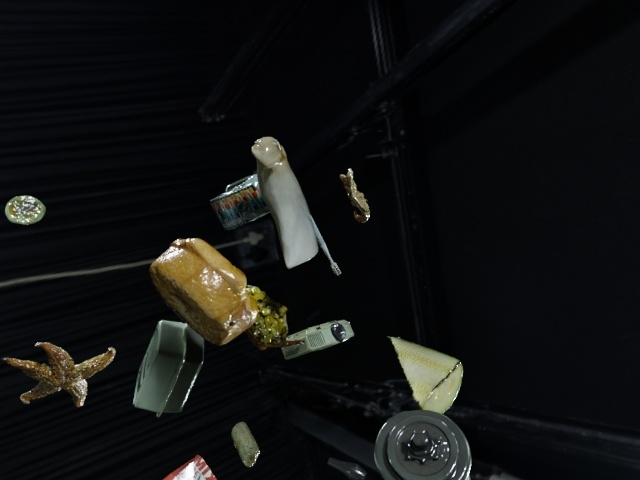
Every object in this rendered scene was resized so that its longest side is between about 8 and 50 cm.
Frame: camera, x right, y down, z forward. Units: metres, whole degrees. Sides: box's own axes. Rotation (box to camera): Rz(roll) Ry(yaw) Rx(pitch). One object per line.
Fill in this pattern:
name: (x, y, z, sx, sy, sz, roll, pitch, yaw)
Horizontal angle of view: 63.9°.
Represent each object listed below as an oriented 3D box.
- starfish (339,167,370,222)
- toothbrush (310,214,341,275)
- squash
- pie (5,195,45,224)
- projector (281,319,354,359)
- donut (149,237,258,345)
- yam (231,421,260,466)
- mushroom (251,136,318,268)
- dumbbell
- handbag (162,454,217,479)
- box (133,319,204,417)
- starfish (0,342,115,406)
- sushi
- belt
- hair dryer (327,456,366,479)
starfish: (0.091, -0.112, 1.256, 0.150, 0.053, 0.209, 57, -3, 32)
toothbrush: (-0.001, -0.001, 1.792, 0.030, 0.025, 0.342, 45, -14, 55)
squash: (0.232, 0.360, 1.347, 0.252, 0.169, 0.093, 11, -48, 52)
pie: (-0.701, -0.071, 1.216, 0.017, 0.085, 0.085, -49, -118, 47)
projector: (0.001, 0.356, 1.895, 0.194, 0.270, 0.088, -27, -103, 36)
donut: (-0.319, 0.139, 1.406, 0.317, 0.150, 0.299, 4, -50, 49)
yam: (-0.157, 0.423, 1.071, 0.094, 0.043, 0.043, 39, -49, 51)
mushroom: (-0.114, -0.123, 1.589, 0.126, 0.177, 0.396, -16, -82, 10)
dumbbell: (0.219, 0.479, 1.083, 0.192, 0.192, 0.290, 38, -25, 41)
handbag: (-0.410, 0.745, 1.405, 0.171, 0.298, 0.151, 50, -12, 1)
box: (-0.509, 0.429, 1.731, 0.290, 0.166, 0.220, -63, -159, 21)
starfish: (-0.545, 0.283, 1.087, 0.043, 0.241, 0.227, 63, 0, 40)
sushi: (-0.195, 0.260, 1.708, 0.179, 0.167, 0.296, -24, -82, 47)
belt: (-0.248, -0.144, 1.796, 0.207, 0.258, 0.150, -101, 165, -76)
hair dryer: (0.057, 0.466, 1.027, 0.079, 0.031, 0.083, 14, -38, 25)
